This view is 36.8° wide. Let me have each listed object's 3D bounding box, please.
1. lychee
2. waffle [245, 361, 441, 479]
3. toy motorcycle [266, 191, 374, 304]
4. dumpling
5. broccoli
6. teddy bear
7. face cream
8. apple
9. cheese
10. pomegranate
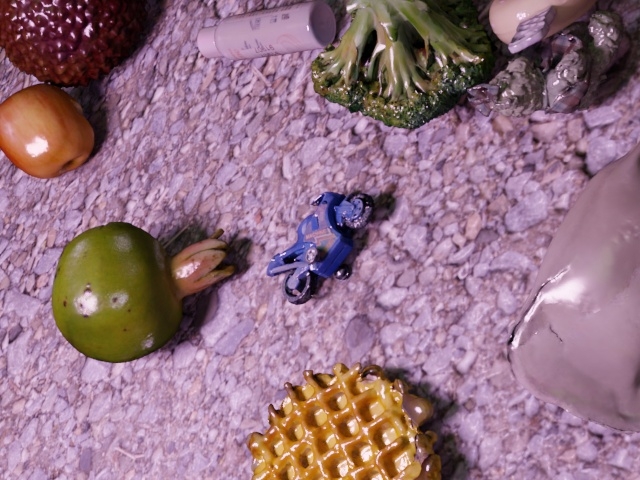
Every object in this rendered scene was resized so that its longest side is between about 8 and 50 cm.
[{"bbox_3d":[-0.488,-0.445,1.842,0.306,0.306,0.330,61,140,35],"label":"lychee"},{"bbox_3d":[0.032,0.314,1.307,0.329,0.062,0.329,-15,63,31],"label":"waffle"},{"bbox_3d":[0.000,0.000,1.450,0.205,0.076,0.114,-52,42,12],"label":"toy motorcycle"},{"bbox_3d":[0.387,0.044,1.089,0.260,0.181,0.341,33,63,20],"label":"dumpling"},{"bbox_3d":[0.102,-0.290,1.357,0.269,0.269,0.254,-39,47,19],"label":"broccoli"},{"bbox_3d":[0.305,-0.208,1.275,0.213,0.133,0.111,-33,97,-4],"label":"teddy bear"},{"bbox_3d":[-0.101,-0.355,1.654,0.269,0.082,0.082,-1,73,38],"label":"face cream"},{"bbox_3d":[-0.525,-0.206,1.850,0.199,0.199,0.199,-14,65,32],"label":"apple"},{"bbox_3d":[0.273,-0.294,1.263,0.163,0.071,0.249,-14,26,50],"label":"cheese"},{"bbox_3d":[-0.282,0.075,1.553,0.301,0.236,0.236,-12,63,4],"label":"pomegranate"}]
